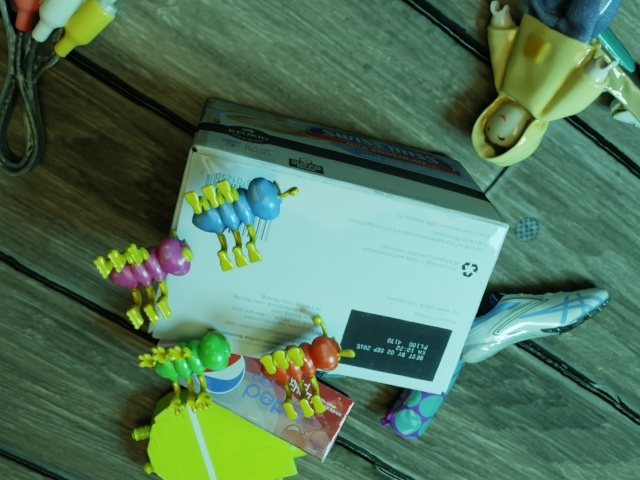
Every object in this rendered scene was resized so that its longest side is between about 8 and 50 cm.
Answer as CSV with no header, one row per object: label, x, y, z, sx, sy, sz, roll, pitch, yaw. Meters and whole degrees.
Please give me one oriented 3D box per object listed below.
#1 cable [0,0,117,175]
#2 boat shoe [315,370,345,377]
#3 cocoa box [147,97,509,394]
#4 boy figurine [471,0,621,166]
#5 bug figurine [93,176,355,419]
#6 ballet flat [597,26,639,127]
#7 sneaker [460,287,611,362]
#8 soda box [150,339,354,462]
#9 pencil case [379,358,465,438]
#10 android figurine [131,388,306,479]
cable,-0.341,-0.209,0.863,0.139,0.072,0.287,31,108,-11
boat shoe,-0.032,0.140,1.044,0.183,0.065,0.083,14,114,-10
cocoa box,0.000,0.000,0.896,0.347,0.228,0.231,13,113,-9
boy figurine,0.253,-0.215,0.875,0.092,0.177,0.285,-16,141,-38
bug figurine,-0.094,0.060,0.751,0.216,0.072,0.279,-14,119,9
ballet flat,0.375,-0.196,0.942,0.232,0.080,0.073,38,133,-16
sneaker,0.293,0.100,1.052,0.237,0.085,0.086,-15,72,-8
soda box,-0.091,0.187,1.002,0.263,0.083,0.092,29,83,-1
pencil case,0.150,0.213,1.092,0.070,0.064,0.152,14,112,-28
android figurine,-0.134,0.282,1.101,0.272,0.056,0.248,-14,114,0
